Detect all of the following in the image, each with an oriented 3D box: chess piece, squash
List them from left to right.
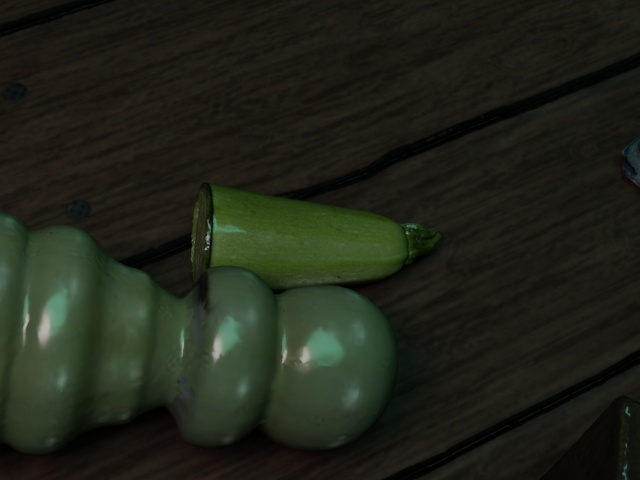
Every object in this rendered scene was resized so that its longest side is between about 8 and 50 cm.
[{"bbox_3d":[-0.104,0.087,0.979,0.330,0.182,0.182,8,60,-13],"label":"chess piece"},{"bbox_3d":[0.000,0.000,1.097,0.224,0.094,0.094,1,61,-19],"label":"squash"}]

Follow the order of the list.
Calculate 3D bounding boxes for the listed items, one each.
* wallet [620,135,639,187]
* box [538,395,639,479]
[{"bbox_3d":[0.393,-0.095,1.235,0.141,0.059,0.202,43,62,15],"label":"wallet"},{"bbox_3d":[0.220,0.246,0.885,0.143,0.273,0.184,12,59,-5],"label":"box"}]
